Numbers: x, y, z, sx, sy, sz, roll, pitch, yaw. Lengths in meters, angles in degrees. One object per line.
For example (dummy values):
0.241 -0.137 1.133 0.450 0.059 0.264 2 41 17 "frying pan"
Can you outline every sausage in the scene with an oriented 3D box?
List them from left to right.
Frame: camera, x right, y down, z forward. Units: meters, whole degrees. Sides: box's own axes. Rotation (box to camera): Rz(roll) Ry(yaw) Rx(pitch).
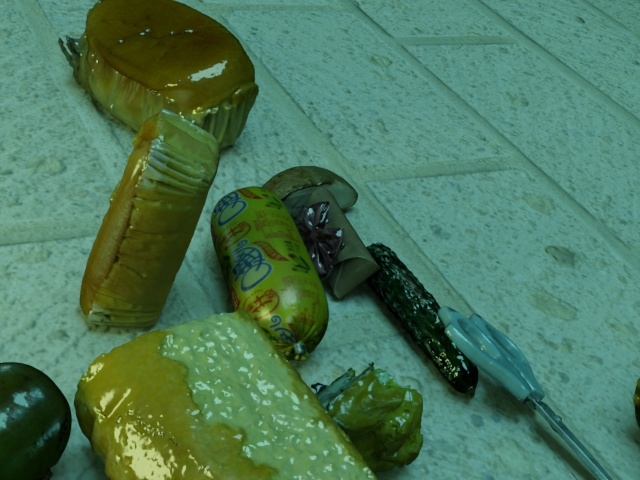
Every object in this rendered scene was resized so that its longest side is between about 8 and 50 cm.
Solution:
-0.075 0.036 1.346 0.123 0.123 0.347 -1 38 -22 "sausage"

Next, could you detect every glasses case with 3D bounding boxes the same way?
0.000 0.000 1.457 0.070 0.102 0.193 46 9 -43 "glasses case"

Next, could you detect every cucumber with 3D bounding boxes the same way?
0.145 0.110 1.378 0.067 0.068 0.293 -8 41 -30 "cucumber"

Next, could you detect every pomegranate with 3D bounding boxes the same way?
-0.359 0.199 1.017 0.191 0.131 0.152 8 33 31 "pomegranate"

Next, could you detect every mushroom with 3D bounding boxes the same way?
-0.035 -0.078 1.573 0.209 0.072 0.094 -12 34 -34 "mushroom"

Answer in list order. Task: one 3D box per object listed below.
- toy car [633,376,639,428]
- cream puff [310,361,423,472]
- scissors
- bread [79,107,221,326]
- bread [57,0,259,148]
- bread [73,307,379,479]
0.532 0.211 1.308 0.247 0.204 0.198 2 13 -20 "toy car"
0.058 0.216 1.138 0.156 0.156 0.121 27 67 17 "cream puff"
0.290 0.223 1.270 0.360 0.029 0.191 52 19 29 "scissors"
-0.219 -0.022 1.239 0.119 0.288 0.152 19 34 -12 "bread"
-0.278 -0.313 1.718 0.388 0.183 0.236 34 41 25 "bread"
-0.083 0.255 0.993 0.236 0.165 0.375 -16 46 -34 "bread"
